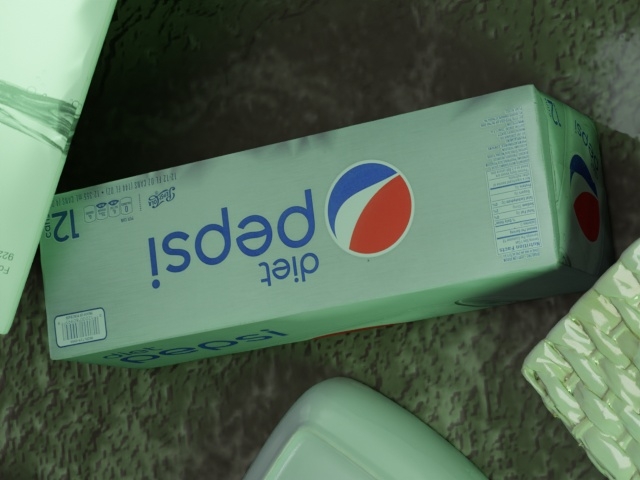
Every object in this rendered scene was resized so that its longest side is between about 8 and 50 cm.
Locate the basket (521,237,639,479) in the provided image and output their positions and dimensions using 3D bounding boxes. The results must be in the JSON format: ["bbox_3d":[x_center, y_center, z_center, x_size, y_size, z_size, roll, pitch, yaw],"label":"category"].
[{"bbox_3d":[0.188,0.077,0.904,0.167,0.103,0.113,50,116,21],"label":"basket"}]

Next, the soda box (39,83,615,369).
[{"bbox_3d":[0.000,0.000,1.014,0.286,0.098,0.091,-12,78,24],"label":"soda box"}]

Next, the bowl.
[{"bbox_3d":[0.012,0.155,1.018,0.142,0.053,0.142,36,99,24],"label":"bowl"}]

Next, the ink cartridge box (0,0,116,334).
[{"bbox_3d":[-0.193,-0.115,1.042,0.273,0.115,0.198,-70,24,12],"label":"ink cartridge box"}]
